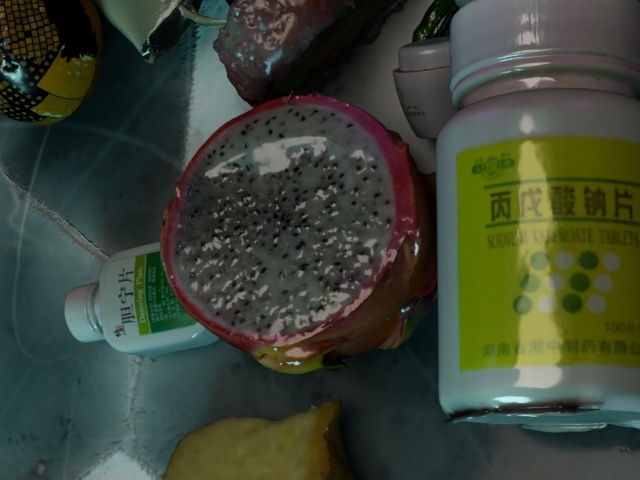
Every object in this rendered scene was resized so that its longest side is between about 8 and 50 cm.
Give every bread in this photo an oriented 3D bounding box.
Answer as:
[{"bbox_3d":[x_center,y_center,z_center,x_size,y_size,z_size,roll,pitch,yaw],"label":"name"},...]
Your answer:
[{"bbox_3d":[-0.104,0.331,1.275,0.248,0.279,0.315,-12,85,32],"label":"bread"}]

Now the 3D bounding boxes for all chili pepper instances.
[{"bbox_3d":[0.124,-0.238,1.405,0.055,0.035,0.118,11,81,67],"label":"chili pepper"}]

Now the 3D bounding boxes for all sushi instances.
[{"bbox_3d":[-0.008,-0.243,1.400,0.241,0.161,0.107,-44,80,9],"label":"sushi"}]

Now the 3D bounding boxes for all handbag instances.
[{"bbox_3d":[-0.174,-0.342,1.528,0.241,0.109,0.315,-53,52,10],"label":"handbag"}]

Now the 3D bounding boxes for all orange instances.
[{"bbox_3d":[-0.351,-0.242,1.554,0.182,0.234,0.234,-33,62,-13],"label":"orange"}]

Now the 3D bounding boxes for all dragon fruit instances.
[{"bbox_3d":[0.000,0.000,1.348,0.290,0.189,0.291,-7,70,19],"label":"dragon fruit"}]

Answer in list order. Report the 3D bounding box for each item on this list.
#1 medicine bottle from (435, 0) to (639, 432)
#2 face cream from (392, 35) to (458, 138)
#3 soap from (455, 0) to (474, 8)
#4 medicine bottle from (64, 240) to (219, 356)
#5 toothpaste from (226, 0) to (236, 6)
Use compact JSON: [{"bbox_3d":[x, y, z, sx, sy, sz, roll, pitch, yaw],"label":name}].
[{"bbox_3d":[0.210,-0.021,1.217,0.213,0.213,0.379,-7,75,26],"label":"medicine bottle"},{"bbox_3d":[0.121,-0.155,1.359,0.091,0.091,0.095,-4,105,27],"label":"face cream"},{"bbox_3d":[0.180,-0.374,1.276,0.115,0.347,0.208,5,44,20],"label":"soap"},{"bbox_3d":[-0.190,0.066,1.487,0.183,0.069,0.119,-13,75,26],"label":"medicine bottle"},{"bbox_3d":[-0.096,-0.308,1.543,0.071,0.045,0.193,-31,60,18],"label":"toothpaste"}]
